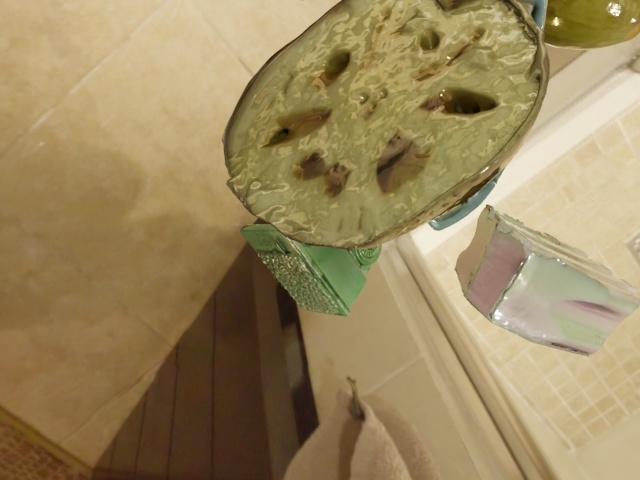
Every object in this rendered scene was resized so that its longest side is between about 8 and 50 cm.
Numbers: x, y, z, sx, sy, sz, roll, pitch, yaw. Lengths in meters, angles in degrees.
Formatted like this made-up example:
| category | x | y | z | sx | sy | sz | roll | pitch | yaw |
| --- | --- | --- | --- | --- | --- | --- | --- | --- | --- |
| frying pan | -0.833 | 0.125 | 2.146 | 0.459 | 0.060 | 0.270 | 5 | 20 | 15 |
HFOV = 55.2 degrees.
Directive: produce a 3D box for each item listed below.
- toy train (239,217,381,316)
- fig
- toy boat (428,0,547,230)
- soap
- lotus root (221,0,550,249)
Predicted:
| category | x | y | z | sx | sy | sz | roll | pitch | yaw |
| --- | --- | --- | --- | --- | --- | --- | --- | --- | --- |
| toy train | 0.000 | 0.000 | 1.168 | 0.202 | 0.145 | 0.266 | -54 | 125 | -28 |
| fig | 0.533 | -0.500 | 1.232 | 0.271 | 0.239 | 0.239 | 35 | 110 | 13 |
| toy boat | 0.193 | -0.162 | 0.812 | 0.145 | 0.133 | 0.331 | 19 | 126 | 16 |
| soap | 0.434 | 0.085 | 1.173 | 0.446 | 0.261 | 0.156 | 18 | 111 | -40 |
| lotus root | 0.042 | -0.072 | 0.387 | 0.204 | 0.183 | 0.078 | -30 | 144 | 15 |
